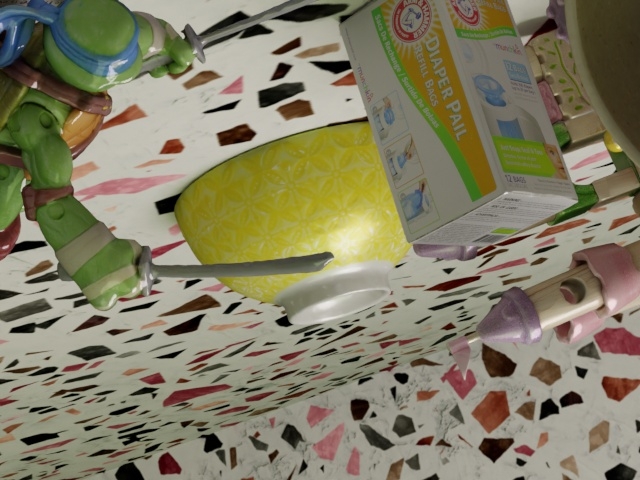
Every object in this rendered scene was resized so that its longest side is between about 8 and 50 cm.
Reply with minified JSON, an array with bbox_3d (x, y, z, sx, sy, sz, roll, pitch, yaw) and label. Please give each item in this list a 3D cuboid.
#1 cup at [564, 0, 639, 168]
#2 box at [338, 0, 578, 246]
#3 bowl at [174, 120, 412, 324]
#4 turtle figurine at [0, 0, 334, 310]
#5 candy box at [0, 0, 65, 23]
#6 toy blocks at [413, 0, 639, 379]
[{"bbox_3d":[0.372,-0.195,1.023,0.331,0.331,0.237,-28,-176,36],"label":"cup"},{"bbox_3d":[0.111,-0.107,1.169,0.103,0.203,0.114,-29,160,36],"label":"box"},{"bbox_3d":[0.000,0.000,1.540,0.289,0.156,0.289,-16,165,-4],"label":"bowl"},{"bbox_3d":[-0.129,-0.041,0.877,0.274,0.198,0.266,-2,163,-39],"label":"turtle figurine"},{"bbox_3d":[-0.205,-0.165,0.858,0.159,0.071,0.233,-7,162,-34],"label":"candy box"},{"bbox_3d":[0.194,-0.055,1.283,0.260,0.289,0.309,-19,170,-12],"label":"toy blocks"}]
